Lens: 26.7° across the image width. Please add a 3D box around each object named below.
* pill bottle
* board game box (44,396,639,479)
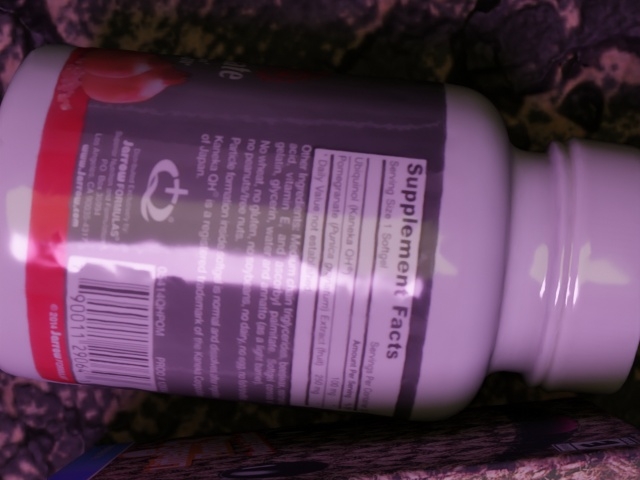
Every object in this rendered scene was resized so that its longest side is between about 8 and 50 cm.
[{"bbox_3d":[0.000,0.000,0.699,0.318,0.176,0.176,6,90,1],"label":"pill bottle"},{"bbox_3d":[0.013,0.171,0.670,0.291,0.232,0.141,-6,88,0],"label":"board game box"}]
